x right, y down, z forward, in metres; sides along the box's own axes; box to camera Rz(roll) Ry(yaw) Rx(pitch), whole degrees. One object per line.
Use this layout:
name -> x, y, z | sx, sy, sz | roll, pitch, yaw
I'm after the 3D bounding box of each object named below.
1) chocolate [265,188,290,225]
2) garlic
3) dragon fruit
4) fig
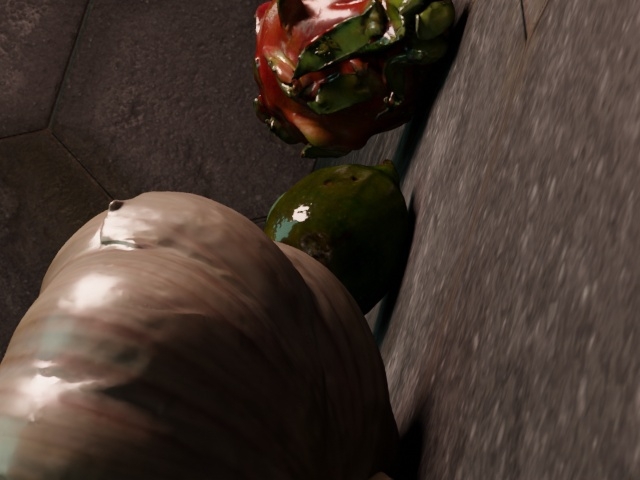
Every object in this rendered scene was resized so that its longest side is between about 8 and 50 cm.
chocolate -> 0.000, 0.000, 1.669 | 0.291, 0.110, 0.110 | -136, 64, -84
garlic -> -0.074, 0.132, 0.926 | 0.322, 0.241, 0.322 | -177, 90, -90
dragon fruit -> 0.025, -0.164, 1.494 | 0.200, 0.198, 0.269 | -61, 18, 5
fig -> 0.029, -0.016, 1.315 | 0.177, 0.117, 0.117 | -47, -14, -38
